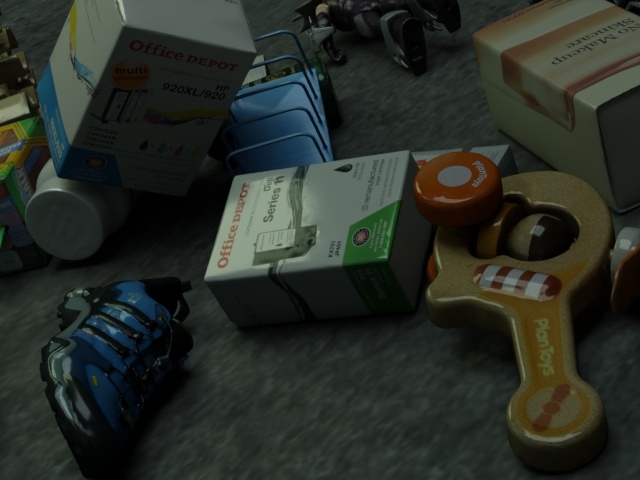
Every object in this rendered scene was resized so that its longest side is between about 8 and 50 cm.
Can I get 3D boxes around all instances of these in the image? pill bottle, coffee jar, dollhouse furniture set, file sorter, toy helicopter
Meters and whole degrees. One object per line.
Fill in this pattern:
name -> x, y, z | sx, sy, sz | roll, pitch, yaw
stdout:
pill bottle -> -0.281, -0.076, 1.843 | 0.121, 0.121, 0.221 | -9, 30, 21
coffee jar -> -0.070, -0.169, 1.913 | 0.184, 0.079, 0.096 | -20, 28, 2
dollhouse furniture set -> -0.506, -0.215, 2.151 | 0.161, 0.212, 0.242 | -20, 55, -3
file sorter -> -0.061, -0.150, 1.777 | 0.118, 0.104, 0.170 | -16, 57, 9
toy helicopter -> 0.212, 0.060, 1.315 | 0.235, 0.140, 0.355 | -7, 40, 6

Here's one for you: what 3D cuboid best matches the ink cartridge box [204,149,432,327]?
ink cartridge box -> 0.000, 0.000, 1.523 | 0.208, 0.087, 0.153 | -8, 48, 24

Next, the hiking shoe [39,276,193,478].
hiking shoe -> -0.194, 0.114, 1.456 | 0.132, 0.113, 0.304 | -19, 28, 4

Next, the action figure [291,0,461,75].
action figure -> 0.075, -0.311, 2.060 | 0.185, 0.099, 0.285 | -37, 28, -15

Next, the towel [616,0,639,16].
towel -> 0.511, -0.276, 1.678 | 0.235, 0.121, 0.283 | -31, 30, -18

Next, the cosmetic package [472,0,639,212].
cosmetic package -> 0.300, -0.161, 1.603 | 0.153, 0.129, 0.296 | -25, 29, -11

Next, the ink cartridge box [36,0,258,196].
ink cartridge box -> -0.207, -0.199, 1.737 | 0.171, 0.233, 0.168 | 9, 41, -28

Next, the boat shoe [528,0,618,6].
boat shoe -> 0.387, -0.334, 1.868 | 0.254, 0.095, 0.079 | -6, 9, 28

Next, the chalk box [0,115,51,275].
chalk box -> -0.409, -0.039, 1.849 | 0.132, 0.132, 0.213 | -14, 29, 14

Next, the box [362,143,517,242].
box -> 0.107, -0.049, 1.629 | 0.186, 0.038, 0.145 | -3, 32, 31

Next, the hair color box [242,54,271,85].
hair color box -> -0.147, -0.192, 2.032 | 0.167, 0.053, 0.093 | -17, 29, 4
